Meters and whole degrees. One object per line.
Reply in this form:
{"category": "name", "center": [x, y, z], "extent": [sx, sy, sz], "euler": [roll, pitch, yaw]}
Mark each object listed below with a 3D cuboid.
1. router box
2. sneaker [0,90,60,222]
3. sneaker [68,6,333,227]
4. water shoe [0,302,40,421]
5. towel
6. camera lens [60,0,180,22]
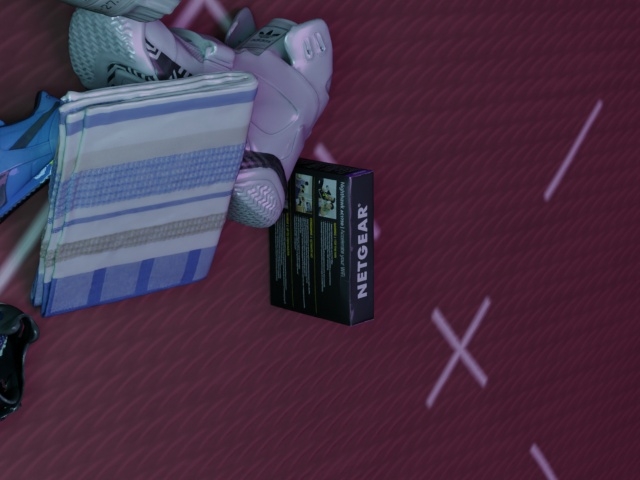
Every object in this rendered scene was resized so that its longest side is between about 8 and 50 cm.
{"category": "router box", "center": [0.000, 0.000, 1.765], "extent": [0.046, 0.133, 0.179], "euler": [-16, 111, -45]}
{"category": "sneaker", "center": [-0.317, -0.060, 1.459], "extent": [0.082, 0.069, 0.209], "euler": [47, 69, -7]}
{"category": "sneaker", "center": [-0.113, -0.187, 1.597], "extent": [0.210, 0.137, 0.366], "euler": [-61, 141, -19]}
{"category": "water shoe", "center": [-0.335, 0.159, 1.468], "extent": [0.073, 0.080, 0.203], "euler": [20, 84, -48]}
{"category": "towel", "center": [-0.178, -0.046, 1.502], "extent": [0.209, 0.034, 0.285], "euler": [-12, 140, -29]}
{"category": "camera lens", "center": [-0.235, -0.331, 1.314], "extent": [0.274, 0.219, 0.219], "euler": [20, 84, -30]}
